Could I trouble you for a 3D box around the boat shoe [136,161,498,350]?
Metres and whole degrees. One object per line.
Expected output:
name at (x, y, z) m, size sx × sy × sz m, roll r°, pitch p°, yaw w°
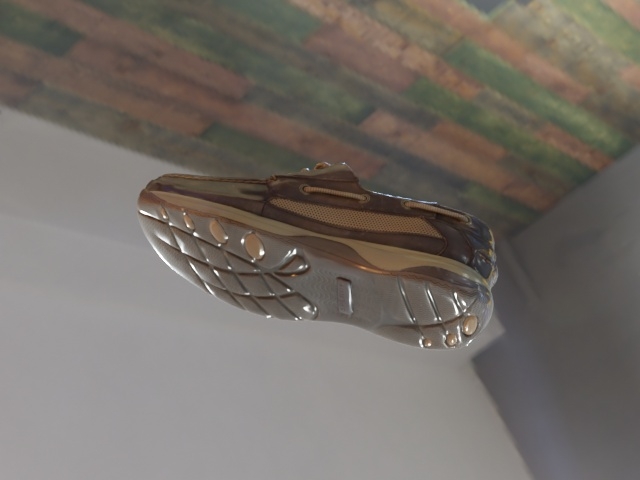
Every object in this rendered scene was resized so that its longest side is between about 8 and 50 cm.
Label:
boat shoe at (0.000, 0.000, 1.164) m, size 0.355 × 0.132 × 0.130 m, roll 17°, pitch -131°, yaw 10°
